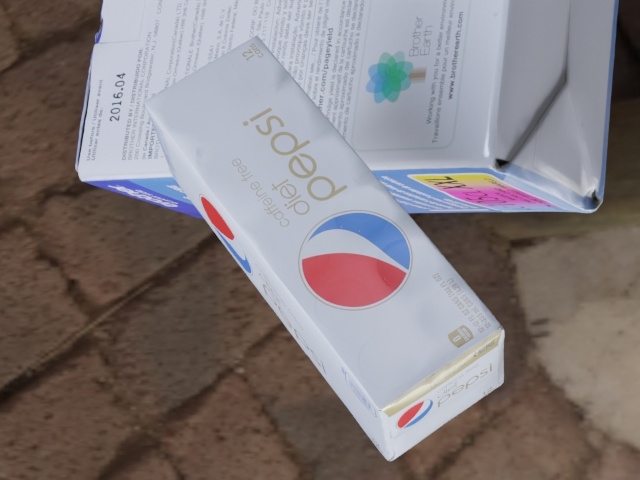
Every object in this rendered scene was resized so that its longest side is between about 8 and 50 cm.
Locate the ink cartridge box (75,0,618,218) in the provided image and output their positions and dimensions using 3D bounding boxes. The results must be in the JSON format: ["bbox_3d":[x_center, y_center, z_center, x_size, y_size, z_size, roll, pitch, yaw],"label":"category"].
[{"bbox_3d":[-0.008,-0.157,0.974,0.151,0.396,0.270,21,74,-54],"label":"ink cartridge box"}]

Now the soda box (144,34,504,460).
[{"bbox_3d":[0.000,0.000,0.724,0.074,0.069,0.216,-33,63,-11],"label":"soda box"}]
